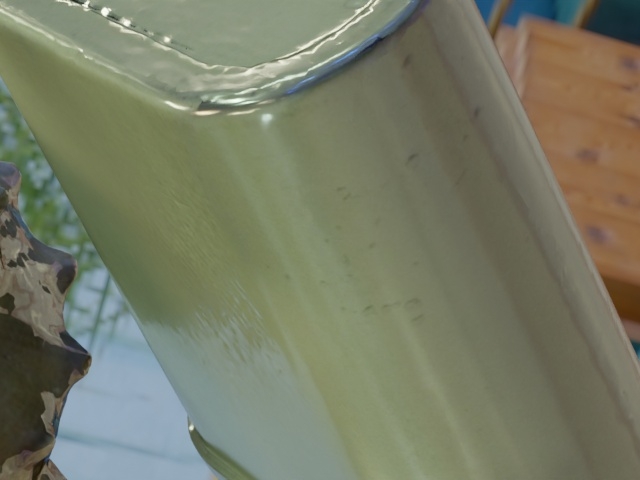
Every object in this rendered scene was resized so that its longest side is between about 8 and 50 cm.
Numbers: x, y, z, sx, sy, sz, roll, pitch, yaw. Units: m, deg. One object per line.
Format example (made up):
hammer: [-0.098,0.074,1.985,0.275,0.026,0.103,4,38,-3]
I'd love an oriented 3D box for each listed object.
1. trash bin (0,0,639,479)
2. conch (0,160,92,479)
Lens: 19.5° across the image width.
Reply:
trash bin: [0.000,0.000,0.645,0.121,0.247,0.243,-39,35,-17]
conch: [-0.207,0.080,0.707,0.263,0.186,0.324,-27,-44,-58]
